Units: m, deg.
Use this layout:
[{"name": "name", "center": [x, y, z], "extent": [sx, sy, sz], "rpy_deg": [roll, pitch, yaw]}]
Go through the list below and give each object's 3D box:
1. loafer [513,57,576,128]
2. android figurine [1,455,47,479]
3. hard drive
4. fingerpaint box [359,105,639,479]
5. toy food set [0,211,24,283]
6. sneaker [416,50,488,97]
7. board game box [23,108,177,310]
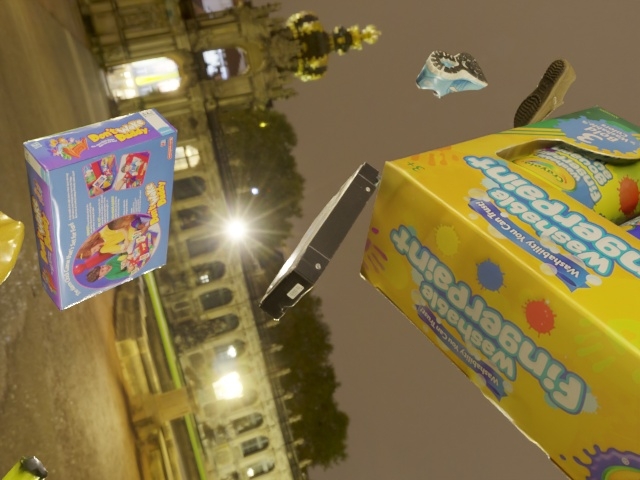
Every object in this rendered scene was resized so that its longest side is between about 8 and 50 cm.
[{"name": "loafer", "center": [0.401, -0.248, 1.047], "extent": [0.148, 0.050, 0.056], "rpy_deg": [-59, -152, 34]}, {"name": "android figurine", "center": [-0.430, 0.421, 0.760], "extent": [0.248, 0.273, 0.056], "rpy_deg": [46, -10, -21]}, {"name": "hard drive", "center": [0.000, 0.000, 1.310], "extent": [0.064, 0.339, 0.237], "rpy_deg": [37, -33, -4]}, {"name": "fingerpaint box", "center": [0.324, 0.053, 0.581], "extent": [0.445, 0.370, 0.163], "rpy_deg": [46, -40, 37]}, {"name": "toy food set", "center": [-0.293, -0.005, 0.368], "extent": [0.128, 0.218, 0.071], "rpy_deg": [35, -57, 10]}, {"name": "sneaker", "center": [0.230, -0.289, 1.043], "extent": [0.073, 0.162, 0.064], "rpy_deg": [-40, -119, 45]}, {"name": "board game box", "center": [-0.391, -0.050, 1.075], "extent": [0.078, 0.233, 0.347], "rpy_deg": [43, -42, 23]}]
